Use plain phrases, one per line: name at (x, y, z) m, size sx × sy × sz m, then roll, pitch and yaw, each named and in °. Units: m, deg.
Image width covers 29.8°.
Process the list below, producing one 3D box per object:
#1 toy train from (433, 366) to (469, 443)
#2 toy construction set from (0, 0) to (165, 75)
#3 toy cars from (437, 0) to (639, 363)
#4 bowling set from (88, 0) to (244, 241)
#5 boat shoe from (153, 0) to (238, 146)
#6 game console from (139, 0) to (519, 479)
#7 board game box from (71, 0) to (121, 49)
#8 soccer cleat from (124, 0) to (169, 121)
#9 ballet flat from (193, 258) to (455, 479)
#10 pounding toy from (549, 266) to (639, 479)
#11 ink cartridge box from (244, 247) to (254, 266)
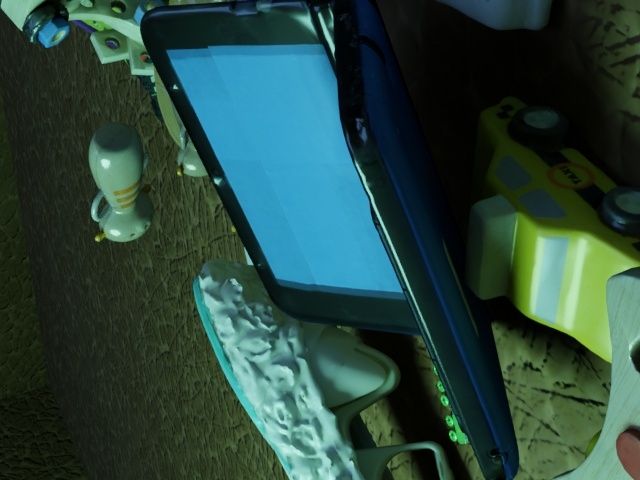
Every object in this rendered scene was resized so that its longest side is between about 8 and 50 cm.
toy train at (0.106, 0.121, 0.952) m, size 0.024 × 0.017 × 0.083 m, roll -5°, pitch 99°, yaw 60°
toy construction set at (-0.205, -0.294, 1.182) m, size 0.151 × 0.215 × 0.327 m, roll 39°, pitch 144°, yaw 17°
toy cars at (0.096, -0.100, 0.720) m, size 0.176 × 0.087 × 0.393 m, roll 141°, pitch 112°, yaw -68°
bowling set at (-0.043, -0.078, 0.991) m, size 0.200 × 0.287 × 0.154 m, roll 31°, pitch 151°, yaw 15°
boat shoe at (-0.091, -0.209, 1.137) m, size 0.098 × 0.096 × 0.277 m, roll 30°, pitch 129°, yaw 28°
game console at (0.000, 0.000, 0.787) m, size 0.250 × 0.173 × 0.293 m, roll -92°, pitch -19°, yaw -54°
board game box at (-0.270, -0.359, 1.394) m, size 0.208 × 0.056 × 0.347 m, roll 29°, pitch 155°, yaw -4°
soccer cleat at (-0.204, -0.213, 1.451) m, size 0.179 × 0.072 × 0.060 m, roll 98°, pitch 150°, yaw -47°
ballet flat at (0.034, 0.178, 1.026) m, size 0.409 × 0.147 × 0.147 m, roll 63°, pitch 158°, yaw 14°
pounding toy at (0.166, 0.097, 0.575) m, size 0.154 × 0.155 × 0.269 m, roll 62°, pitch 157°, yaw 21°
ink cartridge box at (-0.037, -0.024, 1.159) m, size 0.109 × 0.062 × 0.209 m, roll -166°, pitch 64°, yaw -67°
